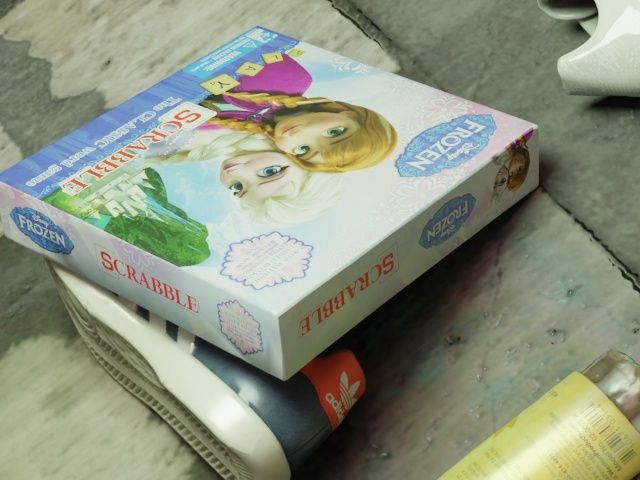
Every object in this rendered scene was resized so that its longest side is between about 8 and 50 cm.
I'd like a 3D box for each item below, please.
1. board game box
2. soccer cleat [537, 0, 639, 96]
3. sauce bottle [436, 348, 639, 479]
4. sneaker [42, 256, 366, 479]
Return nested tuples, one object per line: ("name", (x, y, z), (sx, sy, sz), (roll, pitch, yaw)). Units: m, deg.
("board game box", (-0.042, -0.048, 1.362), (0.318, 0.066, 0.318), (23, 44, 34))
("soccer cleat", (0.250, -0.264, 1.424), (0.143, 0.116, 0.331), (-10, 55, 18))
("sauce bottle", (0.105, 0.216, 1.167), (0.344, 0.111, 0.111), (-36, 50, -4))
("sneaker", (-0.098, 0.064, 1.369), (0.148, 0.131, 0.350), (-37, 51, -18))
